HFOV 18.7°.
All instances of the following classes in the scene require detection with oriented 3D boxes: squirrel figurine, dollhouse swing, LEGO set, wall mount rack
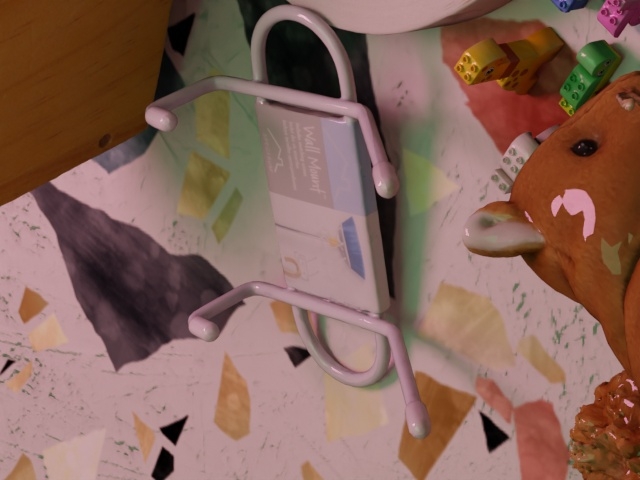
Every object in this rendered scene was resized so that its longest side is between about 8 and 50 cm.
[{"bbox_3d":[0.253,0.084,1.269,0.370,0.281,0.397,35,122,42],"label":"squirrel figurine"},{"bbox_3d":[-0.287,-0.278,1.688,0.305,0.315,0.347,38,136,23],"label":"dollhouse swing"},{"bbox_3d":[0.161,-0.134,1.421,0.087,0.093,0.227,51,132,24],"label":"LEGO set"},{"bbox_3d":[0.000,0.000,1.557,0.304,0.130,0.350,16,125,43],"label":"wall mount rack"}]

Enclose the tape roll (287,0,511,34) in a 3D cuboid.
[{"bbox_3d":[0.052,-0.352,1.489,0.392,0.072,0.392,15,112,42],"label":"tape roll"}]
